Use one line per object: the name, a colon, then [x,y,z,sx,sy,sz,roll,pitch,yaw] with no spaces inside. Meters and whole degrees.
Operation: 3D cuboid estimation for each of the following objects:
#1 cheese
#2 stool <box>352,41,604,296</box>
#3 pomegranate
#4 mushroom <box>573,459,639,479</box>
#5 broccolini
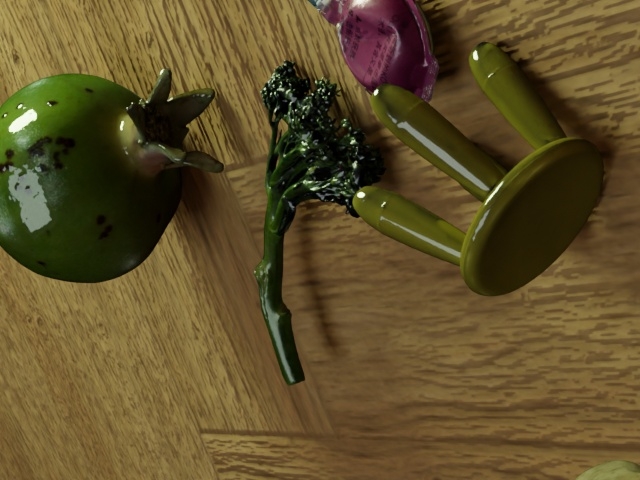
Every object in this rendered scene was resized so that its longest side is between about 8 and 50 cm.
cheese: [0.030,-0.142,0.914,0.145,0.038,0.095,47,144,31]
stool: [0.094,-0.040,0.835,0.135,0.134,0.110,-50,58,7]
pomegranate: [-0.179,-0.062,1.156,0.224,0.181,0.181,-19,98,35]
mushroom: [0.207,0.187,0.769,0.166,0.127,0.166,41,171,8]
broccolini: [-0.001,0.007,1.044,0.123,0.062,0.271,46,141,49]
